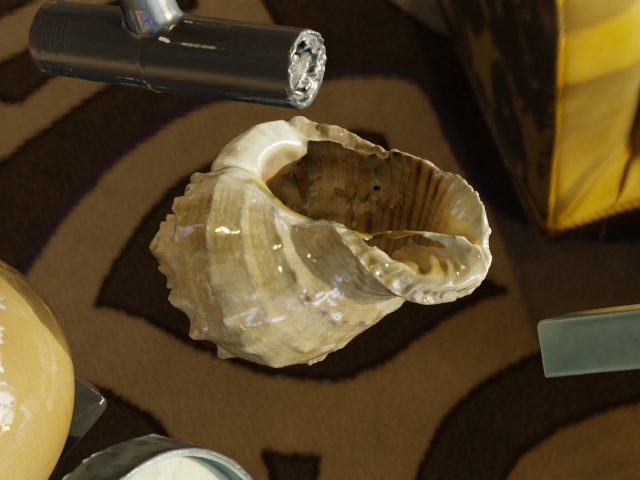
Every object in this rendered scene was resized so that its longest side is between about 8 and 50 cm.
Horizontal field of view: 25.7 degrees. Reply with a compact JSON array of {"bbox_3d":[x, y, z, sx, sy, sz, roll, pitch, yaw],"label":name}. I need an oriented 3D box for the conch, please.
[{"bbox_3d":[-0.002,0.005,1.338,0.324,0.186,0.263,13,58,6],"label":"conch"}]

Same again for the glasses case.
[{"bbox_3d":[0.359,0.083,1.453,0.266,0.056,0.105,-10,23,38],"label":"glasses case"}]

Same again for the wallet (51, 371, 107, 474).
[{"bbox_3d":[-0.355,0.222,1.483,0.149,0.044,0.250,39,72,2],"label":"wallet"}]

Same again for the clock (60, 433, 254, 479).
[{"bbox_3d":[-0.166,0.361,1.420,0.067,0.325,0.325,1,50,42],"label":"clock"}]

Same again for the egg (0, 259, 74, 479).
[{"bbox_3d":[-0.399,0.163,1.297,0.301,0.301,0.374,32,49,20],"label":"egg"}]

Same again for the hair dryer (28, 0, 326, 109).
[{"bbox_3d":[-0.092,-0.162,0.741,0.173,0.195,0.050,10,44,22],"label":"hair dryer"}]
